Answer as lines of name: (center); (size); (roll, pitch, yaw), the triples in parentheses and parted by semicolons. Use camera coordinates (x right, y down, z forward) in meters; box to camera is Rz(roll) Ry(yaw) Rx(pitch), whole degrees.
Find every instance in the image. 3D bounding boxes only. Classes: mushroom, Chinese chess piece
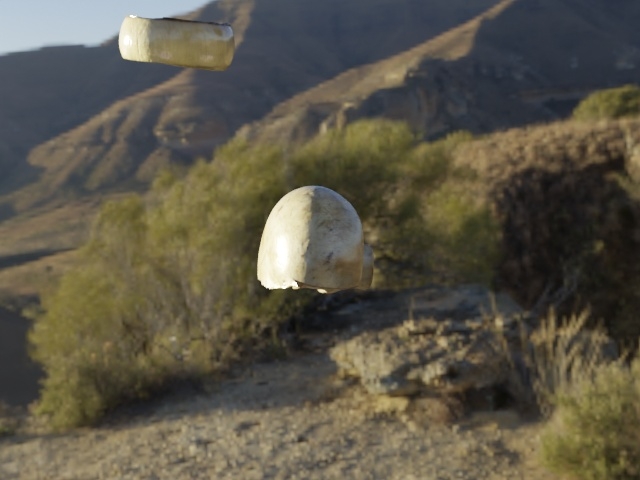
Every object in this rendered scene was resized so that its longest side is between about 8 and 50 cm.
mushroom: (0.000, 0.000, 1.698); (0.195, 0.189, 0.253); (4, 2, -20)
Chinese chess piece: (-0.312, -0.433, 2.115); (0.249, 0.103, 0.250); (6, 11, -1)
